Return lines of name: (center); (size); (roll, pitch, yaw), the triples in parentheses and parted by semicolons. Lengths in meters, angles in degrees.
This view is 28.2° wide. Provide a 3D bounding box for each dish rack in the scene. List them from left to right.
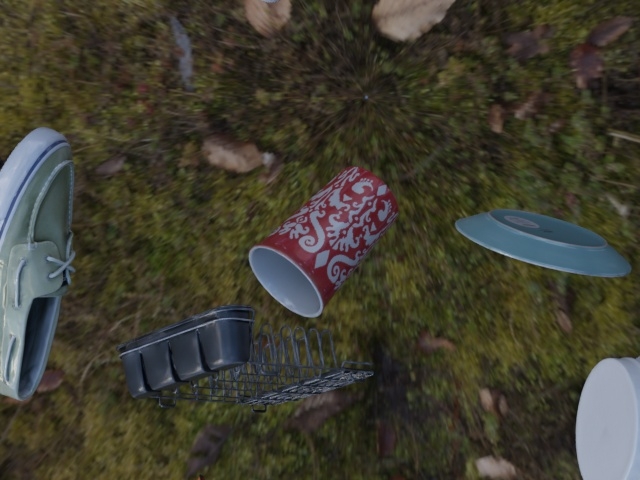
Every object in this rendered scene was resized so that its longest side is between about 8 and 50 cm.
dish rack: (-0.080, 0.148, 1.510); (0.208, 0.271, 0.074); (-21, 68, 40)

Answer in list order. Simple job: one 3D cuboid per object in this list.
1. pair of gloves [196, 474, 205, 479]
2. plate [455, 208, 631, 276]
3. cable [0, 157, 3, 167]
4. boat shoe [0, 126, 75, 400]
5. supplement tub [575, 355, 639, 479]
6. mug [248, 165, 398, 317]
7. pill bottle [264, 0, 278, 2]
pair of gloves: (-0.103, 0.191, 0.834); (0.074, 0.083, 0.010); (-29, 119, -3)
plate: (0.234, -0.004, 1.325); (0.188, 0.188, 0.024); (13, 105, 1)
cable: (-0.357, -0.047, 1.081); (0.047, 0.184, 0.150); (38, 86, 25)
boat shoe: (-0.308, 0.029, 1.366); (0.094, 0.109, 0.302); (25, 110, 16)
supplement tub: (0.557, 0.283, 1.830); (0.324, 0.235, 0.236); (7, 97, -12)
mug: (-0.003, -0.007, 1.558); (0.169, 0.150, 0.113); (-46, 125, -26)
pill bottle: (-0.037, -0.415, 1.796); (0.108, 0.180, 0.108); (14, 61, -27)
